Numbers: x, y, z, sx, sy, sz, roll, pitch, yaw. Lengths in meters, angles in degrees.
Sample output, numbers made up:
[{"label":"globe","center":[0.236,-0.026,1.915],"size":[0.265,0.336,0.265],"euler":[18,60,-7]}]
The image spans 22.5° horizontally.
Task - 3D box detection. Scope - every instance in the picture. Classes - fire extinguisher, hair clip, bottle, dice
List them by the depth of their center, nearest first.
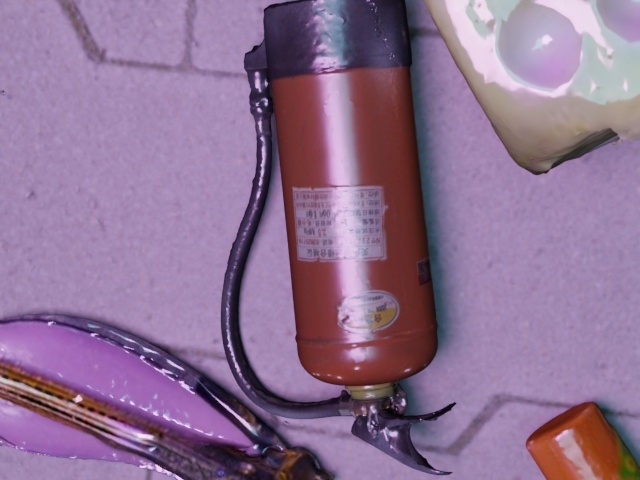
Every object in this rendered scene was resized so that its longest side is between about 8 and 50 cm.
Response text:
[{"label":"dice","center":[0.201,-0.205,1.136],"size":[0.252,0.250,0.254],"euler":[-28,91,12]},{"label":"bottle","center":[0.238,0.220,1.267],"size":[0.069,0.069,0.187],"euler":[-32,91,11]},{"label":"fire extinguisher","center":[0.010,-0.001,1.279],"size":[0.200,0.113,0.376],"euler":[-3,95,53]},{"label":"hair clip","center":[-0.154,0.150,1.334],"size":[0.358,0.095,0.110],"euler":[23,134,15]}]
